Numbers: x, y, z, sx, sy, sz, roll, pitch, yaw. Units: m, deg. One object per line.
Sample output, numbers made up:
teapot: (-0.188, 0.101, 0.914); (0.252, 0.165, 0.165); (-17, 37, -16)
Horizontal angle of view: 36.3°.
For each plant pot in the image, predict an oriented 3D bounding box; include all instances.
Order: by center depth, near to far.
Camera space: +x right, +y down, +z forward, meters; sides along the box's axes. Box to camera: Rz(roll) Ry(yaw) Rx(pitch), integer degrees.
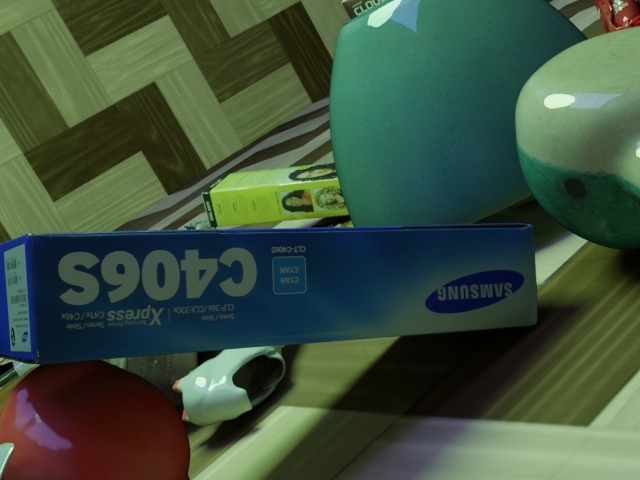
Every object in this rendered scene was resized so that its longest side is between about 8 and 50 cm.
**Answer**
plant pot: (0.123, -0.149, 0.935); (0.290, 0.195, 0.290); (-27, 11, 6)

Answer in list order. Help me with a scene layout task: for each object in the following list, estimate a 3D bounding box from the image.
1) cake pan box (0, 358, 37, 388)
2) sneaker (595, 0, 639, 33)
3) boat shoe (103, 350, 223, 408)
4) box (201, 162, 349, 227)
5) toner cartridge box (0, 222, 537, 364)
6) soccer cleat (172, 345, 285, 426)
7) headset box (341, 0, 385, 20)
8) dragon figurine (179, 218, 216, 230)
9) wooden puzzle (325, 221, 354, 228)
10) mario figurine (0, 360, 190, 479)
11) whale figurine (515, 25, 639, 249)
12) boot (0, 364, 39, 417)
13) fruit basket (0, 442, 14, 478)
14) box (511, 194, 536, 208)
cake pan box: (-0.463, 0.214, 1.364); (0.246, 0.070, 0.267); (-35, 13, -14)
sneaker: (0.339, -0.213, 1.068); (0.087, 0.128, 0.221); (-27, 12, 15)
boat shoe: (-0.137, 0.095, 1.017); (0.123, 0.123, 0.342); (2, 9, 4)
box: (-0.044, -0.067, 1.383); (0.232, 0.058, 0.087); (-6, 20, 19)
toner cartridge box: (-0.039, 0.033, 0.669); (0.348, 0.075, 0.165); (-1, -2, -28)
soccer cleat: (-0.057, 0.103, 0.870); (0.076, 0.068, 0.196); (-7, 21, 24)
headset box: (0.178, -0.265, 1.274); (0.218, 0.293, 0.110); (-28, 12, 14)
dragon figurine: (-0.221, 0.049, 1.426); (0.144, 0.085, 0.289); (-17, 16, 47)
wooden puzzle: (0.000, 0.000, 1.275); (0.116, 0.014, 0.078); (-31, 11, -3)
mario figurine: (-0.183, 0.202, 0.693); (0.320, 0.170, 0.198); (-31, 48, 47)
whale figurine: (0.268, -0.058, 0.659); (0.272, 0.141, 0.216); (9, 34, 33)
boot: (-0.313, 0.186, 0.996); (0.220, 0.109, 0.283); (-27, 10, 8)
fruit basket: (-0.300, 0.274, 0.429); (0.327, 0.165, 0.353); (-37, 18, 22)
box: (0.244, -0.091, 0.994); (0.109, 0.042, 0.178); (-24, 13, 28)
